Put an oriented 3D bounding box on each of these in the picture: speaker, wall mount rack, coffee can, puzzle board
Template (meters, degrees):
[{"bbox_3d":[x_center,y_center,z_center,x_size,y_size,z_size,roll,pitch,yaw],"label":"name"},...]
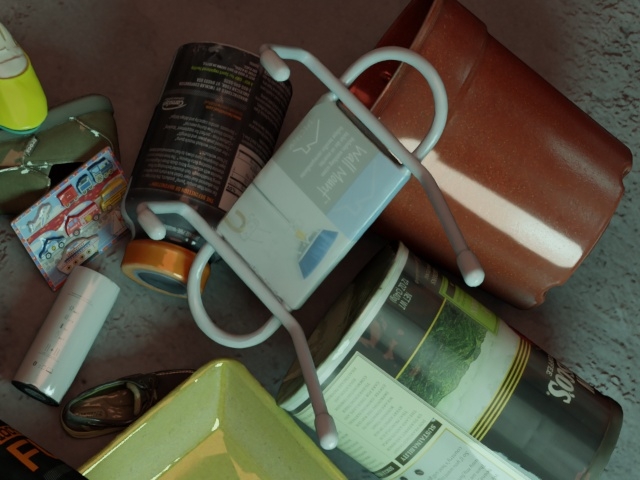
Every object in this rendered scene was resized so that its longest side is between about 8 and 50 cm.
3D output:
[{"bbox_3d":[-0.253,0.094,1.836,0.055,0.055,0.136,26,72,-2],"label":"speaker"},{"bbox_3d":[0.000,0.000,1.665,0.304,0.130,0.350,47,112,18],"label":"wall mount rack"},{"bbox_3d":[0.124,0.160,1.790,0.275,0.201,0.201,36,72,-6],"label":"coffee can"},{"bbox_3d":[-0.241,-0.021,1.861,0.128,0.011,0.096,-40,127,-17],"label":"puzzle board"}]

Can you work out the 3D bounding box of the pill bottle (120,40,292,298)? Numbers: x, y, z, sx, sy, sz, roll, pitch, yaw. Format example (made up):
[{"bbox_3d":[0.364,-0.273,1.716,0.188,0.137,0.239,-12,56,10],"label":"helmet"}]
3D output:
[{"bbox_3d":[-0.123,-0.067,1.864,0.130,0.130,0.245,20,72,-4],"label":"pill bottle"}]

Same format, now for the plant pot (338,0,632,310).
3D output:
[{"bbox_3d":[0.151,-0.080,1.861,0.265,0.272,0.272,33,72,-8],"label":"plant pot"}]

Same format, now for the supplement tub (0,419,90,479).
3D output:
[{"bbox_3d":[-0.309,0.265,1.626,0.338,0.207,0.207,32,72,9],"label":"supplement tub"}]

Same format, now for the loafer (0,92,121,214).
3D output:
[{"bbox_3d":[-0.309,-0.066,1.850,0.251,0.094,0.087,-26,80,-17],"label":"loafer"}]

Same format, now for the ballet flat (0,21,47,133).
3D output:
[{"bbox_3d":[-0.345,-0.201,1.846,0.077,0.077,0.231,-20,52,-27],"label":"ballet flat"}]

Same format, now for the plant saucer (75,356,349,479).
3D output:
[{"bbox_3d":[-0.108,0.334,1.765,0.333,0.081,0.333,-39,75,-18],"label":"plant saucer"}]

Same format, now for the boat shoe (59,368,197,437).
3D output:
[{"bbox_3d":[-0.183,0.161,1.833,0.152,0.049,0.056,-17,78,-14],"label":"boat shoe"}]
